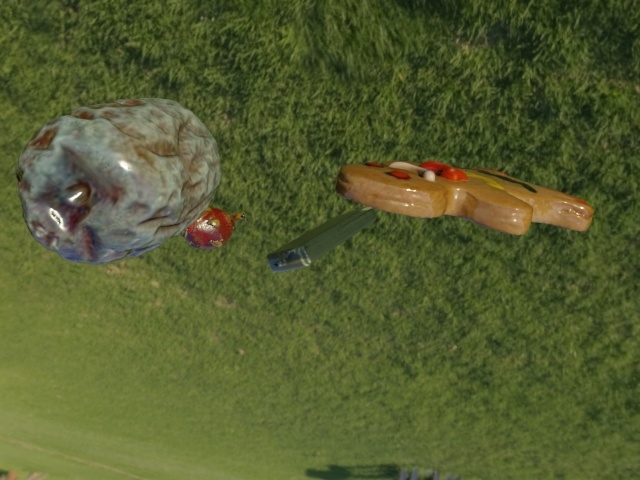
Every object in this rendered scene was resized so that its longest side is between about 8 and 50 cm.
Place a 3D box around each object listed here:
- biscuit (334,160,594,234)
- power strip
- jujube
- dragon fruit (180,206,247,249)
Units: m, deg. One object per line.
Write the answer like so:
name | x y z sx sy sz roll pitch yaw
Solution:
biscuit | 0.123 -0.047 0.472 0.250 0.036 0.165 0 -160 -34
power strip | 0.000 0.000 0.691 0.076 0.169 0.028 -15 102 47
jujube | -0.269 -0.091 0.767 0.226 0.317 0.226 3 108 9
dragon fruit | -0.288 -0.045 1.498 0.125 0.246 0.125 -19 93 30
